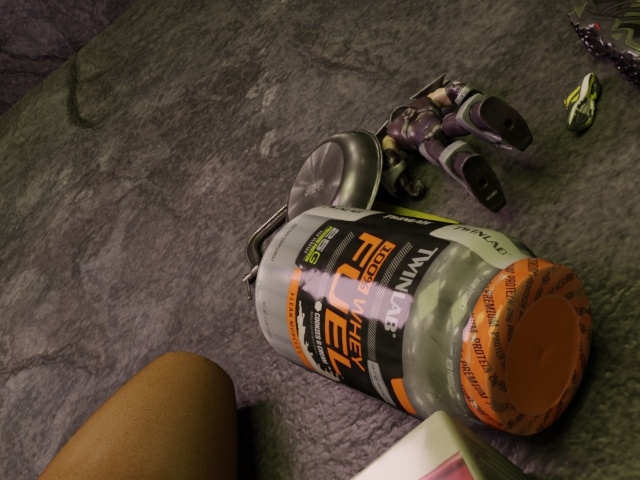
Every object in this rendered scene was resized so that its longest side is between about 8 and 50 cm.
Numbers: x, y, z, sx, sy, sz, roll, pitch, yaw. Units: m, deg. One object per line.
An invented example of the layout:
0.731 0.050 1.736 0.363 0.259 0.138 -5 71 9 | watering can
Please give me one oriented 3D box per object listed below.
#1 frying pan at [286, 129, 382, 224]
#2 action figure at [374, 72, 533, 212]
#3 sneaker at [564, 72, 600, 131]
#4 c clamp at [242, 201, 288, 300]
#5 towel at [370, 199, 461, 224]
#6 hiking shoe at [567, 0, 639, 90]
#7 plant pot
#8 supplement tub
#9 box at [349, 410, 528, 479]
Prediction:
-0.013 -0.006 1.015 0.197 0.053 0.326 17 84 61 | frying pan
0.155 -0.130 0.958 0.185 0.099 0.285 -54 22 4 | action figure
0.307 -0.160 0.887 0.035 0.031 0.083 -12 44 57 | sneaker
-0.064 0.003 1.126 0.161 0.022 0.137 -45 31 7 | c clamp
0.073 -0.008 0.991 0.237 0.021 0.102 19 73 52 | towel
0.373 -0.245 0.842 0.114 0.086 0.227 -41 36 15 | hiking shoe
-0.193 0.261 0.875 0.237 0.237 0.254 -26 28 28 | plant pot
0.093 0.072 0.753 0.316 0.193 0.194 11 66 50 | supplement tub
0.127 0.276 0.570 0.127 0.148 0.232 -41 36 11 | box
